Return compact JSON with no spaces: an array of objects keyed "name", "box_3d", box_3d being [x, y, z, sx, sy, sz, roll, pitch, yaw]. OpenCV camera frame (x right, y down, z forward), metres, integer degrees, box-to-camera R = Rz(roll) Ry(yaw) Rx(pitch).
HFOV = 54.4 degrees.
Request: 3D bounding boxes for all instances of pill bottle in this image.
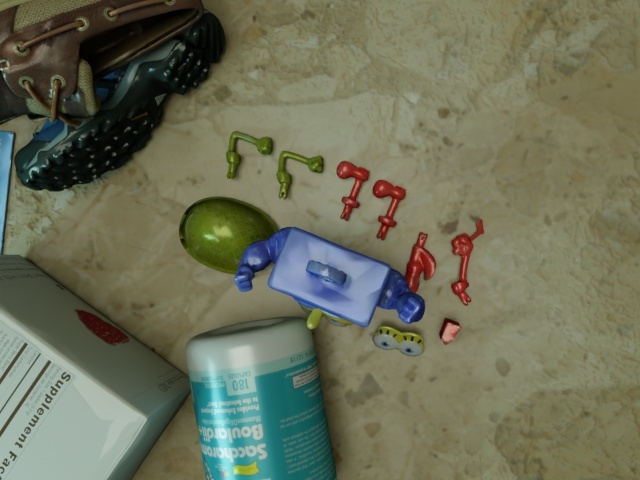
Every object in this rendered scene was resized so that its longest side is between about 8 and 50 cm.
[{"name":"pill bottle","box_3d":[-0.061,0.227,0.703,0.146,0.146,0.264,-11,89,8]}]

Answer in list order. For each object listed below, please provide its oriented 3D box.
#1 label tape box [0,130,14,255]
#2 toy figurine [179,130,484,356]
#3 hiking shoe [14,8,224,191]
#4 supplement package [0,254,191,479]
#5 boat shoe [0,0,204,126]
[{"name":"label tape box","box_3d":[-0.586,-0.048,0.797,0.333,0.106,0.241,7,92,8]},{"name":"toy figurine","box_3d":[0.000,0.000,0.659,0.362,0.217,0.191,24,93,7]},{"name":"hiking shoe","box_3d":[-0.258,-0.188,0.759,0.304,0.113,0.132,-43,77,-4]},{"name":"supplement package","box_3d":[-0.329,0.167,0.721,0.293,0.177,0.175,35,92,4]},{"name":"boat shoe","box_3d":[-0.273,-0.180,0.638,0.342,0.123,0.123,-38,86,-15]}]
